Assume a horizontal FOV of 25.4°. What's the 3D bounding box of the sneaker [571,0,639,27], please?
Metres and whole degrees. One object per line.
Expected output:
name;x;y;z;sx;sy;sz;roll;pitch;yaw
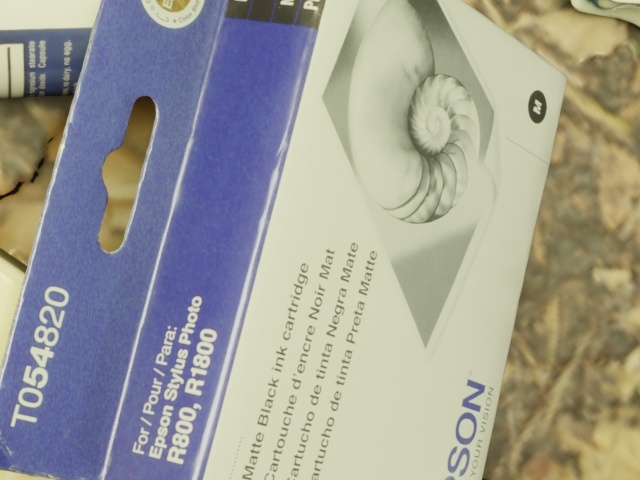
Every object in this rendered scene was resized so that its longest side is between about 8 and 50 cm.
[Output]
sneaker;0.132;-0.147;0.613;0.211;0.080;0.081;42;79;-11

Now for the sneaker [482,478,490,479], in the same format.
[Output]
sneaker;0.125;0.164;0.639;0.178;0.072;0.077;16;96;-4

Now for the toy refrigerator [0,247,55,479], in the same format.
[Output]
toy refrigerator;-0.202;0.003;0.526;0.269;0.102;0.094;36;84;-13

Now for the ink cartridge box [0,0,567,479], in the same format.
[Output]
ink cartridge box;0.000;0.000;0.537;0.224;0.045;0.223;21;79;-45

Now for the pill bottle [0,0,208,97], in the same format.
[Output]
pill bottle;-0.132;-0.101;0.542;0.169;0.094;0.094;-4;93;-14
